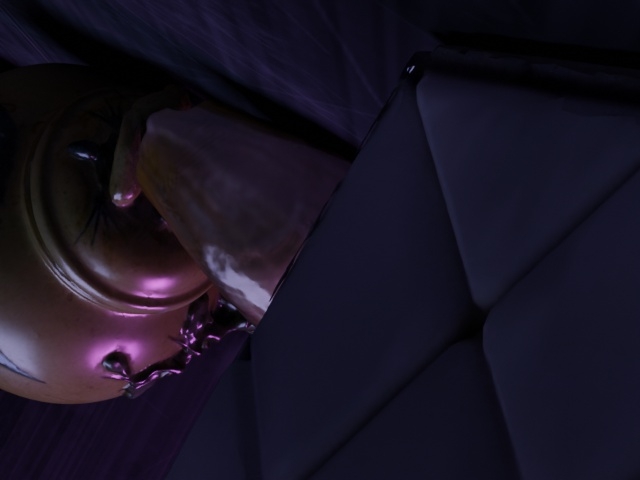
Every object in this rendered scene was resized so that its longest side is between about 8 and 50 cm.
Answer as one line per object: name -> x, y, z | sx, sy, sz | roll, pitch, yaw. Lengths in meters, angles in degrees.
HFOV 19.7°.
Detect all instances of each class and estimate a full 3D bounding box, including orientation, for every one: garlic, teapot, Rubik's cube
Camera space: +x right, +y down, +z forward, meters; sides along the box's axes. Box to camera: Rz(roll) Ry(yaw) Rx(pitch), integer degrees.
garlic -> 0.005, 0.006, 0.819 | 0.101, 0.087, 0.195 | 42, -173, 33
teapot -> -0.098, -0.007, 0.912 | 0.269, 0.173, 0.182 | 20, 155, -29
Rubik's cube -> 0.099, 0.109, 0.436 | 0.224, 0.231, 0.221 | 33, 174, -27

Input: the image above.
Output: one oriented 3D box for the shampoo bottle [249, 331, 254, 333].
shampoo bottle -> -0.033, 0.027, 1.255 | 0.079, 0.079, 0.162 | 30, 175, -9
